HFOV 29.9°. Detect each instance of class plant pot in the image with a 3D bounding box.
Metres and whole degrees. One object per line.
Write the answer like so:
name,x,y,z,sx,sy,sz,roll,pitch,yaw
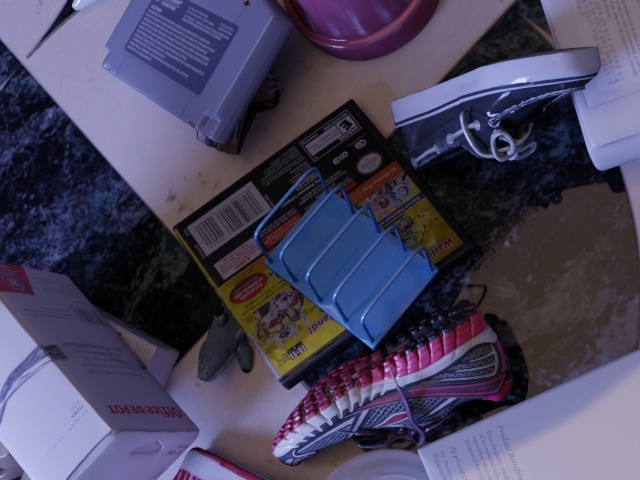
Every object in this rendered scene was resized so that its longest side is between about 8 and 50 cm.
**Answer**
plant pot,0.029,-0.338,1.439,0.201,0.180,0.201,-4,78,21

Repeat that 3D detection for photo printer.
photo printer,0.410,-0.241,1.300,0.308,0.107,0.256,-20,73,17

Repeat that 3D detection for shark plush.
shark plush,-0.108,0.097,1.465,0.073,0.067,0.161,24,89,25

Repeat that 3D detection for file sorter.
file sorter,0.026,0.015,1.341,0.170,0.104,0.118,37,80,22

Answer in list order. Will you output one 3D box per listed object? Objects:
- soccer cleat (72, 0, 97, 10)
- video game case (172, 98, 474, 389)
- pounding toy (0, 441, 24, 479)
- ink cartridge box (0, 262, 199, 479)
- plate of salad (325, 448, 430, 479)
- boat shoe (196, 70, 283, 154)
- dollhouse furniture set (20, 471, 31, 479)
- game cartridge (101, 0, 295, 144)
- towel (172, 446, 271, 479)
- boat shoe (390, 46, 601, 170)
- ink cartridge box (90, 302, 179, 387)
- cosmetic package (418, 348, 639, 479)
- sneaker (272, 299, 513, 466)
soccer cleat,-0.362,-0.411,1.680,0.076,0.068,0.196,-38,70,14
video game case,0.000,0.000,1.428,0.275,0.035,0.248,-36,67,-3
pounding toy,-0.461,0.281,1.550,0.206,0.094,0.181,-21,62,18
ink cartridge box,-0.302,0.161,1.383,0.117,0.207,0.283,-48,68,8
plate of salad,0.078,0.331,1.319,0.200,0.048,0.199,4,75,-13
boat shoe,-0.084,-0.192,1.524,0.066,0.066,0.183,30,92,11
dollhouse furniture set,-0.320,0.283,1.501,0.081,0.114,0.091,-6,56,52
game cartridge,-0.157,-0.256,1.520,0.294,0.060,0.196,35,99,45
towel,-0.147,0.414,1.361,0.237,0.037,0.329,13,75,50
boat shoe,0.190,-0.135,1.312,0.306,0.113,0.105,-13,90,51
ink cartridge box,-0.294,0.149,1.531,0.198,0.067,0.115,24,90,24
cosmetic package,0.322,0.234,1.214,0.385,0.156,0.217,-25,71,15
sneaker,0.073,0.187,1.351,0.299,0.121,0.112,-30,99,22
